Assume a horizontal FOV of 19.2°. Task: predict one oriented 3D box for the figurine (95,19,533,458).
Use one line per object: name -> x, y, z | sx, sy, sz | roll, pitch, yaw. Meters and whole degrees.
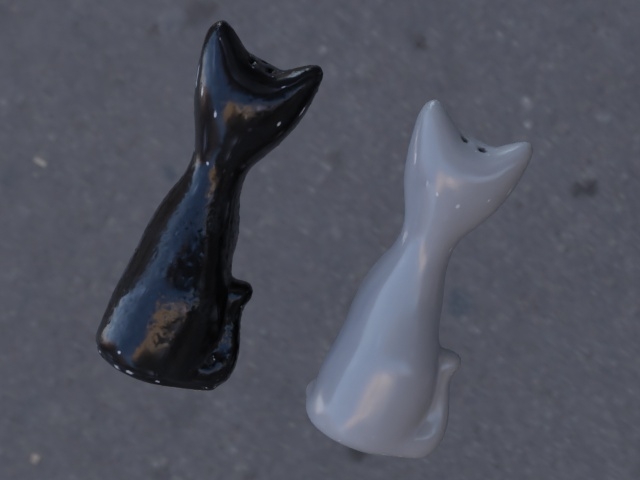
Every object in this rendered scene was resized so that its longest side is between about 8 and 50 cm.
figurine -> 0.000, 0.000, 1.112 | 0.092, 0.215, 0.209 | -85, 14, -74
